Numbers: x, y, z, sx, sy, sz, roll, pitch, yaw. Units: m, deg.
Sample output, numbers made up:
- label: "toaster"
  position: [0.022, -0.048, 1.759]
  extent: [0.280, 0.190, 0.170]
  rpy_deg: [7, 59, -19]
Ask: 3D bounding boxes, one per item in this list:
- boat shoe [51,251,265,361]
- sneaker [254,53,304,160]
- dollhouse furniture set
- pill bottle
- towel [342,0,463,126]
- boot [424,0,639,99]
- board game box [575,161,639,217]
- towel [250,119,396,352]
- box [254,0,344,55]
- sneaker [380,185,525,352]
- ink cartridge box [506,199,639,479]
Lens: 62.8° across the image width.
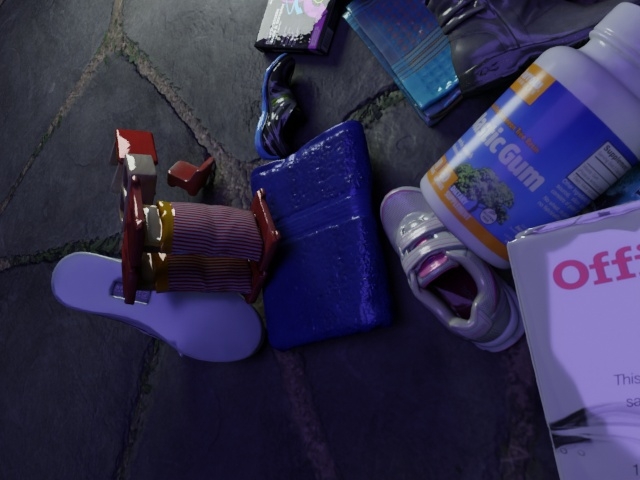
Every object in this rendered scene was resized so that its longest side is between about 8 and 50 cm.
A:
- label: "boat shoe"
  position: [-0.262, 0.118, 0.909]
  extent: [0.366, 0.156, 0.136]
  rpy_deg: [13, 81, 7]
- label: "sneaker"
  position: [-0.062, -0.226, 0.897]
  extent: [0.078, 0.067, 0.188]
  rpy_deg: [4, 79, 14]
- label: "dollhouse furniture set"
  position: [-0.222, -0.077, 0.851]
  extent: [0.152, 0.201, 0.374]
  rpy_deg: [-66, 34, 36]
- label: "pill bottle"
  position: [0.253, -0.109, 0.572]
  extent: [0.272, 0.152, 0.152]
  rpy_deg: [-48, 57, 24]
- label: "towel"
  position: [0.219, -0.379, 0.737]
  extent: [0.370, 0.040, 0.271]
  rpy_deg: [-42, 60, 22]
- label: "boot"
  position: [0.259, -0.289, 0.628]
  extent: [0.246, 0.083, 0.161]
  rpy_deg: [-18, 87, 20]
- label: "board game box"
  position: [0.376, -0.054, 0.567]
  extent: [0.186, 0.026, 0.126]
  rpy_deg: [-50, 57, 15]
- label: "towel"
  position: [0.000, 0.000, 0.793]
  extent: [0.227, 0.076, 0.308]
  rpy_deg: [-20, 69, 37]
- label: "box"
  position: [-0.039, -0.391, 0.931]
  extent: [0.162, 0.029, 0.116]
  rpy_deg: [17, 89, 37]
- label: "sneaker"
  position: [0.151, 0.020, 0.652]
  extent: [0.103, 0.111, 0.252]
  rpy_deg: [-46, 58, 17]
- label: "ink cartridge box"
  position: [0.340, 0.158, 0.390]
  extent: [0.285, 0.166, 0.395]
  rpy_deg: [-17, 73, 31]
